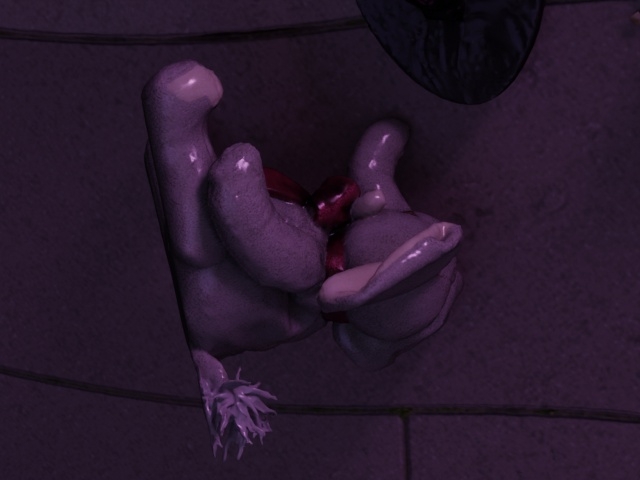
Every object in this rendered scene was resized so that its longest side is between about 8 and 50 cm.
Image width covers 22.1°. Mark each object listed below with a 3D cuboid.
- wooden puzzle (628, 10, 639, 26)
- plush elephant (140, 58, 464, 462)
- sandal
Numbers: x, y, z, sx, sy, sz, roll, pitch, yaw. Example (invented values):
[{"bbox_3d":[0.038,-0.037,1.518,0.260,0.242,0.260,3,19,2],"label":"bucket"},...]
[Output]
[{"bbox_3d":[0.278,-0.182,1.267,0.083,0.006,0.049,-6,114,31],"label":"wooden puzzle"},{"bbox_3d":[0.000,0.000,1.389,0.272,0.255,0.330,106,151,-74],"label":"plush elephant"},{"bbox_3d":[0.075,-0.305,1.244,0.167,0.107,0.446,7,119,25],"label":"sandal"}]
